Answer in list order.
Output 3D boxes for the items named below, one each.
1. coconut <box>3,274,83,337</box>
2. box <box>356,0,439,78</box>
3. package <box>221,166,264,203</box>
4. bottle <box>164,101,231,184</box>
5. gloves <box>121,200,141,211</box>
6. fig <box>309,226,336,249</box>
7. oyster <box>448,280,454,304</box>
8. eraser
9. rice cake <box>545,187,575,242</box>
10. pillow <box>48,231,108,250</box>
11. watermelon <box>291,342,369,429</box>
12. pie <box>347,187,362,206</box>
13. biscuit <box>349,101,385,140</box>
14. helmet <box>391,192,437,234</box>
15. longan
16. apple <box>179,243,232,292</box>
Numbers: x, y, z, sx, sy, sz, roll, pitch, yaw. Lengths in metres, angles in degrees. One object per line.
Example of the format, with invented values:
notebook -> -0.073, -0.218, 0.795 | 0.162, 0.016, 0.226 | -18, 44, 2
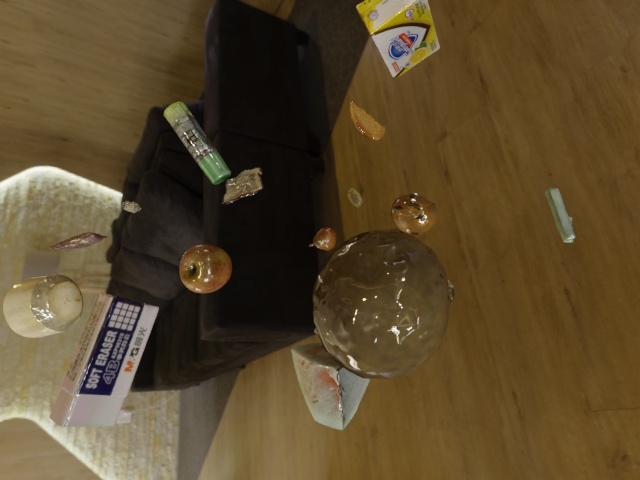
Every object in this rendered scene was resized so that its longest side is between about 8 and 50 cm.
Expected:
coconut -> -0.924, 0.218, 1.360 | 0.222, 0.202, 0.202 | -11, 67, 16
box -> 0.226, -0.594, 1.149 | 0.168, 0.265, 0.097 | -30, 73, 17
package -> -0.293, -0.208, 1.557 | 0.232, 0.166, 0.040 | -108, -5, -57
bottle -> -0.473, -0.373, 1.580 | 0.330, 0.093, 0.093 | 56, 144, -2
gloves -> -0.663, -0.116, 1.423 | 0.037, 0.081, 0.044 | 46, 116, 16
fig -> 0.004, -0.002, 2.037 | 0.119, 0.153, 0.119 | 167, 90, -78
oyster -> 0.469, 0.201, 1.631 | 0.163, 0.081, 0.191 | -17, 53, 46
eraser -> -0.491, 0.273, 0.941 | 0.086, 0.130, 0.287 | 4, 73, 37
rice cake -> 0.717, -0.078, 1.217 | 0.030, 0.042, 0.180 | 89, 178, -63
pillow -> -0.905, 0.004, 1.534 | 0.118, 0.185, 0.043 | 64, -168, -84
watermelon -> 0.031, 0.412, 1.342 | 0.320, 0.290, 0.213 | -50, -21, -23
pie -> 0.131, -0.163, 1.558 | 0.084, 0.020, 0.084 | 50, 161, 23
biscuit -> 0.213, -0.534, 1.892 | 0.033, 0.224, 0.144 | -25, 49, 46
helmet -> 0.423, -0.107, 1.891 | 0.130, 0.224, 0.198 | -54, -22, -50
longan -> 0.164, 0.185, 1.159 | 0.435, 0.404, 0.404 | 90, 166, -50
apple -> -0.434, 0.107, 1.560 | 0.188, 0.174, 0.188 | -1, 88, 32
